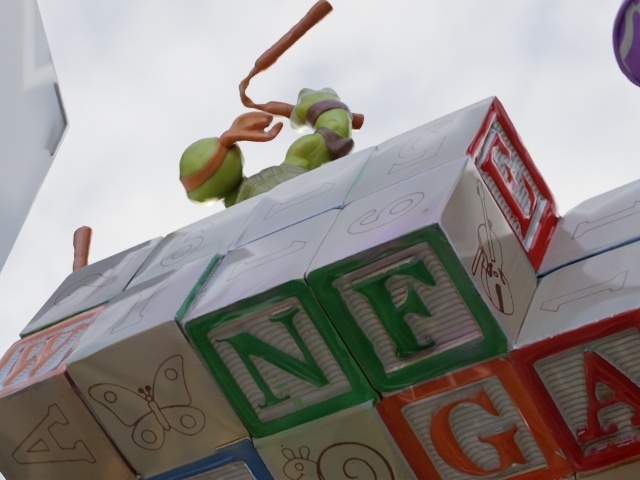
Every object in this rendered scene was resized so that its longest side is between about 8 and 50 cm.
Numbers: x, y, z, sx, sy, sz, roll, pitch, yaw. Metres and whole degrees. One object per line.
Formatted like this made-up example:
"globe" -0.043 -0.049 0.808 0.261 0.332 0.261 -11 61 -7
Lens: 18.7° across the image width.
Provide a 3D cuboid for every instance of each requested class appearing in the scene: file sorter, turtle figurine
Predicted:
"file sorter" -0.304 -0.071 1.292 0.173 0.277 0.193 2 -49 13
"turtle figurine" 0.000 0.000 1.094 0.217 0.269 0.087 42 -32 -14

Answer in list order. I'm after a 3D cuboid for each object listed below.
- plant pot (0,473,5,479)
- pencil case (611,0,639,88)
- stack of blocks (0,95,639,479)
"plant pot" -0.254 0.166 0.797 0.293 0.293 0.235 -59 -21 21
"pencil case" 0.254 -0.171 1.324 0.086 0.206 0.088 10 -60 13
"stack of blocks" 0.064 0.052 0.575 0.297 0.087 0.171 -21 -70 28
